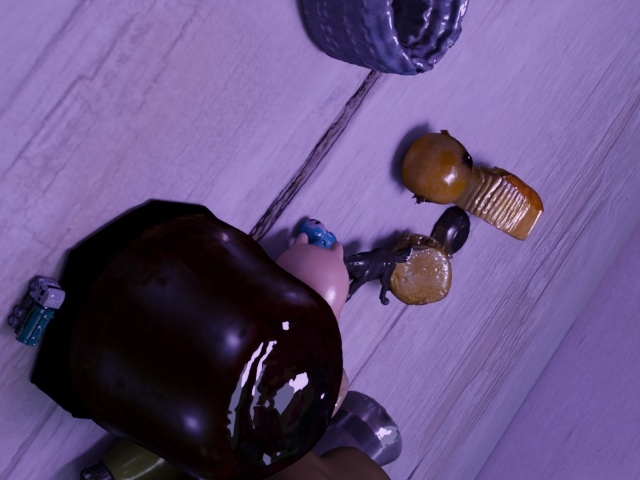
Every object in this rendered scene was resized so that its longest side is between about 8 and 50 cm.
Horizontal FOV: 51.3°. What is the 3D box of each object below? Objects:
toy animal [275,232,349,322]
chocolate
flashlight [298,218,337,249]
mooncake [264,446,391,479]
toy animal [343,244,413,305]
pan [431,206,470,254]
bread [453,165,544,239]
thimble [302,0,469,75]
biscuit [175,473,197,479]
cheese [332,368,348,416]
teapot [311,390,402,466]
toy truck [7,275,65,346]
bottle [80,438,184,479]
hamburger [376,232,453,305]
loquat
[{"bbox_3d":[-0.026,0.120,1.180,0.154,0.166,0.250,-66,169,-49],"label":"toy animal"},{"bbox_3d":[-0.148,0.177,0.943,0.383,0.331,0.384,-31,138,-32],"label":"chocolate"},{"bbox_3d":[0.000,0.000,1.239,0.051,0.051,0.129,-55,151,-6],"label":"flashlight"},{"bbox_3d":[-0.065,0.540,1.065,0.467,0.262,0.467,-13,126,-18],"label":"mooncake"},{"bbox_3d":[0.086,0.067,1.314,0.232,0.084,0.148,-6,146,-34],"label":"toy animal"},{"bbox_3d":[0.301,0.012,1.617,0.202,0.048,0.128,-50,145,-12],"label":"pan"},{"bbox_3d":[0.426,-0.096,1.585,0.250,0.179,0.133,20,108,-46],"label":"bread"},{"bbox_3d":[0.100,-0.360,0.990,0.205,0.172,0.236,-56,144,-10],"label":"thimble"},{"bbox_3d":[-0.233,0.475,1.298,0.192,0.049,0.192,-39,145,-34],"label":"biscuit"},{"bbox_3d":[-0.039,0.304,1.351,0.218,0.117,0.235,24,94,-56],"label":"cheese"},{"bbox_3d":[-0.005,0.517,1.468,0.344,0.253,0.300,-31,170,-41],"label":"teapot"},{"bbox_3d":[-0.362,0.091,0.855,0.083,0.044,0.039,-60,148,1],"label":"toy truck"},{"bbox_3d":[-0.264,0.344,1.104,0.260,0.112,0.112,-25,133,-39],"label":"bottle"},{"bbox_3d":[0.198,0.064,1.455,0.184,0.131,0.159,-6,109,-1],"label":"hamburger"},{"bbox_3d":[0.235,-0.143,1.347,0.163,0.137,0.163,-57,162,-31],"label":"loquat"}]
